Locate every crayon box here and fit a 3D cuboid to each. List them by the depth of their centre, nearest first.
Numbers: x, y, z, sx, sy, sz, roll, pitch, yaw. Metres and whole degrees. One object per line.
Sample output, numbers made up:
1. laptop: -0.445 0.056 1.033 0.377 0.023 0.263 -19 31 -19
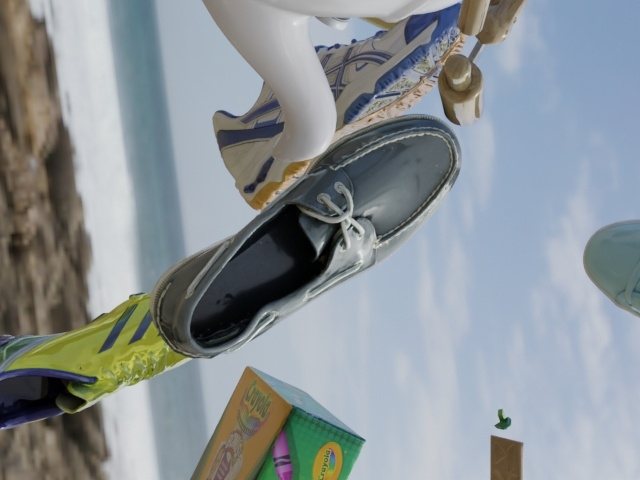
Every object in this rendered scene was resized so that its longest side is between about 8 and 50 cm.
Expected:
1. crayon box: -0.054 0.230 1.325 0.165 0.081 0.278 -64 -169 -3

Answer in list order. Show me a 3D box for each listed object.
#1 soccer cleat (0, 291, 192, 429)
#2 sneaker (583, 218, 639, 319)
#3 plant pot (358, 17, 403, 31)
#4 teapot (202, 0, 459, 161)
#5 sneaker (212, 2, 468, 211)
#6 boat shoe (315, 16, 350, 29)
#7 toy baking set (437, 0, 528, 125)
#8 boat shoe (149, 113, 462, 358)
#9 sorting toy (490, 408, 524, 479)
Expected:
1. soccer cleat: -0.217 0.125 1.297 0.121 0.289 0.094 39 -46 49
2. sneaker: 0.435 0.056 1.487 0.365 0.150 0.135 24 -87 38
3. plant pot: 0.076 -0.263 1.433 0.081 0.081 0.083 -59 165 -13
4. teapot: 0.048 -0.199 0.631 0.256 0.187 0.253 -28 -153 58
5. sneaker: 0.010 -0.161 1.340 0.131 0.296 0.112 56 16 16
6. boat shoe: 0.027 -0.308 1.734 0.040 0.049 0.142 -61 177 25
7. toy baking set: 0.131 -0.169 0.923 0.197 0.030 0.256 -65 170 -6
8. boat shoe: 0.000 0.000 1.159 0.116 0.319 0.099 59 -8 -14
9. sorting toy: 0.180 0.204 1.280 0.062 0.012 0.083 -179 -91 -67
